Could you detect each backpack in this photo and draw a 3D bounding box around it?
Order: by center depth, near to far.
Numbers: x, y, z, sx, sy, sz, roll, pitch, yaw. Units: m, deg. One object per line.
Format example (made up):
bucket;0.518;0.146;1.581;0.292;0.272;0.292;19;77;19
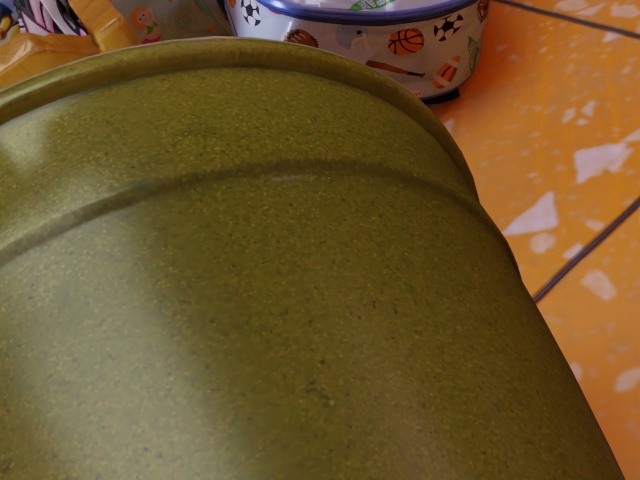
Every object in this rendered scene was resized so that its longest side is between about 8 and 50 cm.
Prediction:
backpack;0.034;-0.242;0.944;0.276;0.213;0.263;-8;55;-2
backpack;-0.180;-0.297;1.153;0.191;0.225;0.253;-30;32;7

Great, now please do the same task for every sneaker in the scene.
sneaker;-0.317;-0.241;1.239;0.077;0.178;0.072;-40;2;3

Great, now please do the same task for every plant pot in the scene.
plant pot;-0.012;0.168;0.433;0.366;0.366;0.353;-31;48;-1

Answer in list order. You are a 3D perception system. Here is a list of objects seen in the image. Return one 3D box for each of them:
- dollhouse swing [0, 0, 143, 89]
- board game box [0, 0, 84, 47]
dollhouse swing;-0.327;-0.103;0.995;0.347;0.315;0.305;-34;57;-4
board game box;-0.436;-0.216;1.262;0.305;0.193;0.053;-42;12;-14
